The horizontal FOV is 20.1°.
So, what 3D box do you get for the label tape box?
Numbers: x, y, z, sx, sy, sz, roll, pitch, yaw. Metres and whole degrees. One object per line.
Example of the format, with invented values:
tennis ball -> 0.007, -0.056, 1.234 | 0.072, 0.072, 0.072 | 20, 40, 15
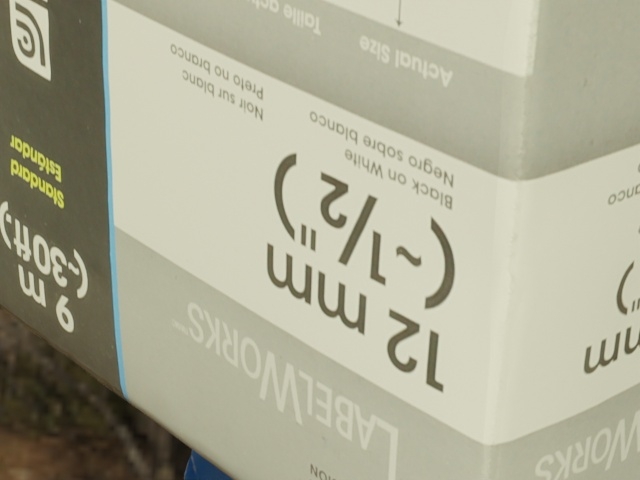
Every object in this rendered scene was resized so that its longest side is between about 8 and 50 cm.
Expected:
label tape box -> 0.000, 0.000, 0.561 | 0.115, 0.348, 0.249 | -19, 34, -37
